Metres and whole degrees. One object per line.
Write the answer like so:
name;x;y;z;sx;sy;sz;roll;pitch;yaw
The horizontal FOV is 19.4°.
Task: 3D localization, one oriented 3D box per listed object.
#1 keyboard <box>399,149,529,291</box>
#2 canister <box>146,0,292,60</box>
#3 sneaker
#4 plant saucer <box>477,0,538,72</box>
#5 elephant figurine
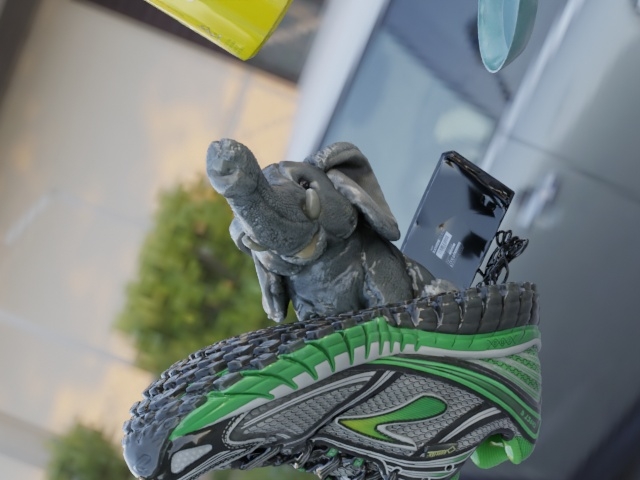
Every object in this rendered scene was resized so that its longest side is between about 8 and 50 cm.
keyboard;0.124;0.003;1.585;0.038;0.100;0.192;-40;-17;-34
canister;-0.082;-0.188;1.003;0.073;0.170;0.126;-43;19;58
sneaker;0.027;0.118;1.236;0.134;0.343;0.146;-13;86;54
plant saucer;0.148;-0.190;1.458;0.119;0.021;0.119;-177;90;-80
elephant figurine;0.000;0.000;1.459;0.169;0.239;0.186;-39;11;-28
